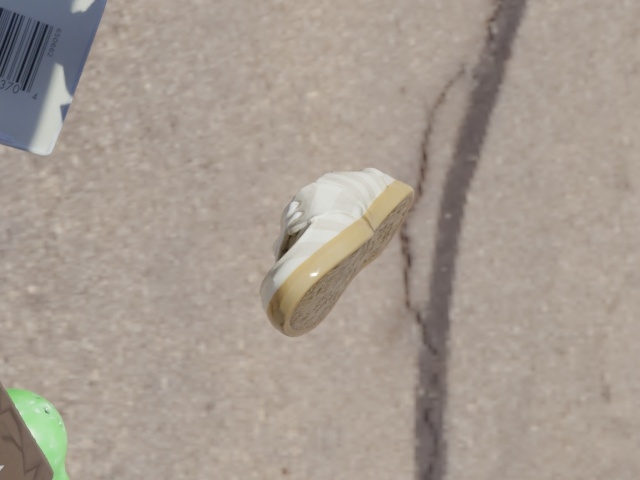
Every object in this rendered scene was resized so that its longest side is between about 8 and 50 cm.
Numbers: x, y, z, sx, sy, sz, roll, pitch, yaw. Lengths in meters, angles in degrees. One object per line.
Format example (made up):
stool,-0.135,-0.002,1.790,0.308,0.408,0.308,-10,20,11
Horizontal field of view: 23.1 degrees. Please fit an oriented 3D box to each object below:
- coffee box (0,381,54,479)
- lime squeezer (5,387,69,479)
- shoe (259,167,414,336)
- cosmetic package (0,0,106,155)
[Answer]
coffee box,-0.257,0.029,0.536,0.119,0.297,0.168,-56,161,-24
lime squeezer,-0.175,0.146,0.805,0.110,0.059,0.310,-23,119,-32
shoe,0.000,0.000,0.961,0.058,0.076,0.219,33,21,7
cosmetic package,-0.305,-0.178,1.160,0.153,0.296,0.129,16,98,-43
